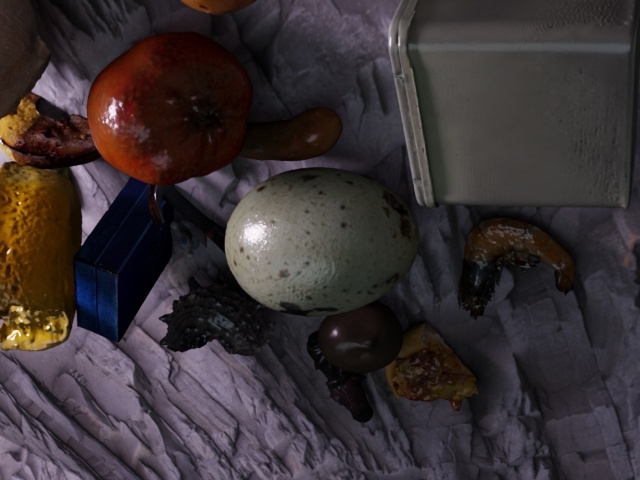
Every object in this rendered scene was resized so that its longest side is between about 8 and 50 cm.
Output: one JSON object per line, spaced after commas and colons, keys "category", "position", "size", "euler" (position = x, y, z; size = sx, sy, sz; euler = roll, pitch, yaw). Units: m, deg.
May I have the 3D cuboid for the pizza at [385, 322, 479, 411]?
{"category": "pizza", "position": [0.257, 0.314, 2.007], "size": [0.229, 0.081, 0.289], "euler": [21, 138, 6]}

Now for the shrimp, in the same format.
{"category": "shrimp", "position": [0.378, 0.072, 1.700], "size": [0.222, 0.054, 0.290], "euler": [20, 136, 8]}

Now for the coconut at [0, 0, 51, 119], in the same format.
{"category": "coconut", "position": [-0.680, -0.364, 1.563], "size": [0.405, 0.404, 0.404], "euler": [15, 139, 14]}

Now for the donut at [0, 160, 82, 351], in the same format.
{"category": "donut", "position": [-0.588, 0.022, 1.804], "size": [0.164, 0.377, 0.435], "euler": [4, 162, -7]}

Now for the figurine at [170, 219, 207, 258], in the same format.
{"category": "figurine", "position": [-0.299, -0.009, 1.952], "size": [0.082, 0.086, 0.094], "euler": [-39, 110, 9]}

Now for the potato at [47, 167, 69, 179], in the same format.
{"category": "potato", "position": [-0.642, -0.146, 2.024], "size": [0.120, 0.054, 0.197], "euler": [9, 137, 16]}

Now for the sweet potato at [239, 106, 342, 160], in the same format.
{"category": "sweet potato", "position": [-0.079, -0.190, 1.637], "size": [0.292, 0.097, 0.097], "euler": [-6, 130, 32]}

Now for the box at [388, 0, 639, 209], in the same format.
{"category": "box", "position": [0.307, -0.214, 1.343], "size": [0.344, 0.177, 0.351], "euler": [5, 135, 22]}

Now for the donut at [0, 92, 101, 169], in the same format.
{"category": "donut", "position": [-0.599, -0.214, 1.861], "size": [0.295, 0.151, 0.112], "euler": [23, 150, 4]}

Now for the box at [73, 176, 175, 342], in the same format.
{"category": "box", "position": [-0.427, 0.037, 1.926], "size": [0.116, 0.279, 0.261], "euler": [19, 140, 5]}

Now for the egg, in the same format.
{"category": "egg", "position": [0.000, 0.000, 1.654], "size": [0.380, 0.287, 0.287], "euler": [-11, 129, 18]}

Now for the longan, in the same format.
{"category": "longan", "position": [0.088, 0.213, 1.924], "size": [0.189, 0.189, 0.189], "euler": [15, 139, 14]}

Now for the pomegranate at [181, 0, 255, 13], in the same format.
{"category": "pomegranate", "position": [-0.156, -0.444, 1.337], "size": [0.191, 0.191, 0.191], "euler": [15, 139, 14]}

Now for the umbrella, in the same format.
{"category": "umbrella", "position": [0.051, 0.344, 2.145], "size": [0.090, 0.094, 0.326], "euler": [9, 139, 41]}

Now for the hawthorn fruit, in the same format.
{"category": "hawthorn fruit", "position": [-0.290, -0.244, 1.577], "size": [0.330, 0.287, 0.287], "euler": [19, 146, 47]}

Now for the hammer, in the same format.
{"category": "hammer", "position": [-0.261, -0.037, 1.895], "size": [0.037, 0.137, 0.290], "euler": [-7, 139, 44]}

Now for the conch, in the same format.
{"category": "conch", "position": [-0.246, 0.198, 2.107], "size": [0.313, 0.186, 0.240], "euler": [-15, 142, 22]}
